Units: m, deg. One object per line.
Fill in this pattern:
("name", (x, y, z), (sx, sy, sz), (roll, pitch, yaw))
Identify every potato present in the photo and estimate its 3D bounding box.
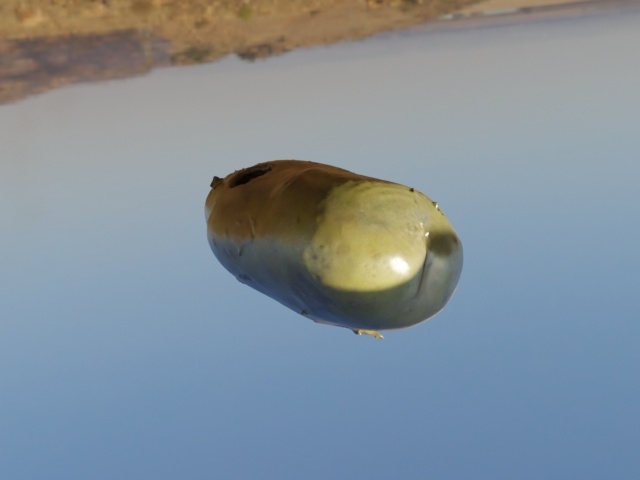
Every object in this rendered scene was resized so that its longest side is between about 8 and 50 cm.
("potato", (0.000, 0.000, 1.001), (0.191, 0.141, 0.296), (12, -173, -36))
